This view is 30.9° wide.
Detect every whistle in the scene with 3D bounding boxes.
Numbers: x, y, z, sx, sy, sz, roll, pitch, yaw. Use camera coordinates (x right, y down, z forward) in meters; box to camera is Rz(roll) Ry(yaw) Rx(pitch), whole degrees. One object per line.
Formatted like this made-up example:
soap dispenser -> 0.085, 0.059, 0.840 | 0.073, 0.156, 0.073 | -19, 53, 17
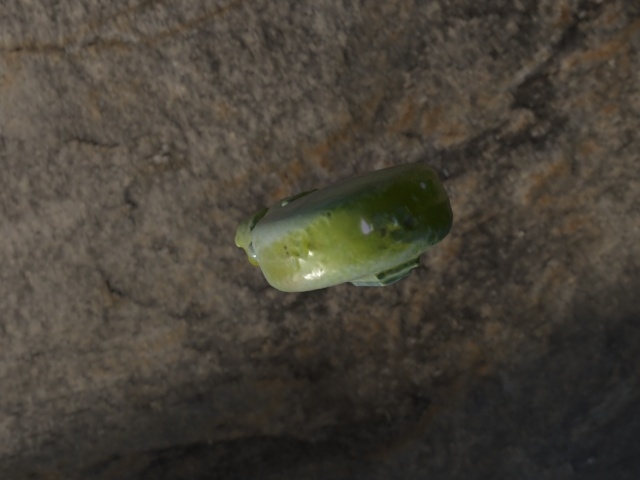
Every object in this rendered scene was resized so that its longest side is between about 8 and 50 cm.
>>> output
whistle -> 0.000, 0.000, 0.641 | 0.104, 0.057, 0.198 | -22, -177, -22
